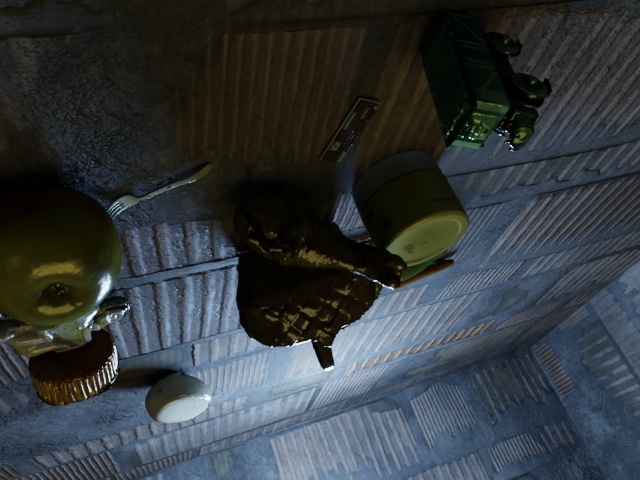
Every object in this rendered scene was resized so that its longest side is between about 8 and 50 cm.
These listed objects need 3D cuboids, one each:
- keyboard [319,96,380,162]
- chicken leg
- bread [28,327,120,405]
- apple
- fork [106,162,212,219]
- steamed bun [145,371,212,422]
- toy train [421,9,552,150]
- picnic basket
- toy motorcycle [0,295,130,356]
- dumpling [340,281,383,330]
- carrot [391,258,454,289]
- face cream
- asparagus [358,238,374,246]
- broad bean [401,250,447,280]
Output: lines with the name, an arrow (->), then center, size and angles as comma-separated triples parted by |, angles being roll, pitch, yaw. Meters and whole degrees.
keyboard -> 0.058, -0.213, 1.069 | 0.055, 0.017, 0.166 | -2, 145, -34
chicken leg -> -0.011, -0.002, 1.145 | 0.361, 0.211, 0.140 | 18, 120, -17
bread -> -0.587, 0.288, 1.292 | 0.199, 0.199, 0.104 | -12, 131, -20
apple -> -0.465, 0.030, 0.922 | 0.260, 0.194, 0.261 | -17, 144, -13
fork -> -0.302, -0.097, 1.009 | 0.219, 0.028, 0.034 | -27, 144, -1
steamed bun -> -0.478, 0.517, 1.808 | 0.228, 0.131, 0.177 | 17, 122, -48
toy train -> 0.265, -0.265, 0.888 | 0.154, 0.270, 0.115 | 5, 145, -15
picnic basket -> -0.025, 0.167, 1.324 | 0.337, 0.293, 0.337 | -8, 121, -14
toy motorcycle -> -0.589, 0.174, 1.170 | 0.223, 0.108, 0.340 | -36, 156, 11
dumpling -> 0.045, 0.190, 1.677 | 0.332, 0.086, 0.166 | -16, 118, -12
carrot -> 0.332, 0.109, 1.793 | 0.247, 0.043, 0.043 | -19, 151, -11
face cream -> 0.205, -0.068, 1.252 | 0.218, 0.179, 0.218 | -17, 151, -10
asparagus -> 0.055, 0.026, 1.465 | 0.236, 0.027, 0.034 | -11, 160, -20
broad bean -> 0.282, 0.039, 1.583 | 0.228, 0.100, 0.169 | -34, 157, 16
